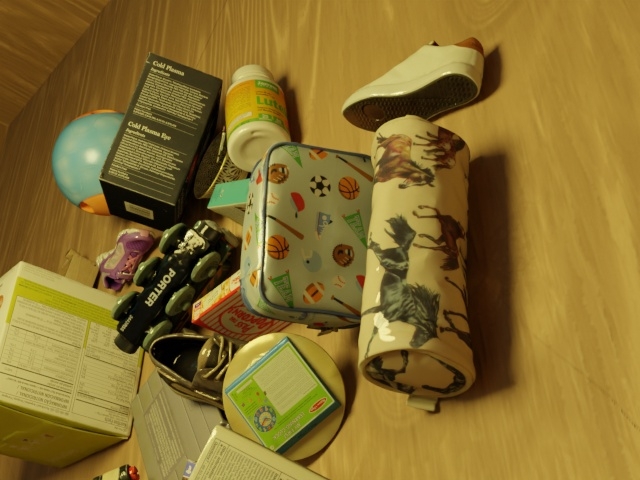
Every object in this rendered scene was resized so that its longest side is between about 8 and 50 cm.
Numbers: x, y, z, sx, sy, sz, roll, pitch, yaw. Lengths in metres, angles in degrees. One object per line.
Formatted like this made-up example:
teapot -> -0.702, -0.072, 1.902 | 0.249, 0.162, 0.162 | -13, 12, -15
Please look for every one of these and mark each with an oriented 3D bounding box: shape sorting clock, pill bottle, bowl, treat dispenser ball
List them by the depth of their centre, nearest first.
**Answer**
shape sorting clock -> -0.059, 0.251, 1.323 | 0.206, 0.040, 0.206 | -1, 86, 17
pill bottle -> -0.142, -0.278, 1.818 | 0.136, 0.136, 0.245 | -41, 39, 30
bowl -> -0.216, -0.160, 1.878 | 0.170, 0.080, 0.170 | -44, 34, 40
treat dispenser ball -> -0.577, -0.209, 2.224 | 0.288, 0.288, 0.288 | -33, 43, 37

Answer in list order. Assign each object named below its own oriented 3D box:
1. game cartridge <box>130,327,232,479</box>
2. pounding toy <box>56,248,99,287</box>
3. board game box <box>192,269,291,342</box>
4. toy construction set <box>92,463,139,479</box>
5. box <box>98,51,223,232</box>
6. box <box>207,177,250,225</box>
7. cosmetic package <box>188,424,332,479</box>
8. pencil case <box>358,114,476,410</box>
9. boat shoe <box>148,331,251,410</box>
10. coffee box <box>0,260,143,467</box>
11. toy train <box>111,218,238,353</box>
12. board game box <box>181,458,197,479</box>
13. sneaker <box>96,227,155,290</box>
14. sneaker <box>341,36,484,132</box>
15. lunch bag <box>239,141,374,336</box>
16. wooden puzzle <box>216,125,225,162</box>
game cartridge -> -0.270, 0.360, 1.614 | 0.230, 0.068, 0.355 | -58, 33, 14
pounding toy -> -0.710, 0.117, 2.362 | 0.181, 0.094, 0.206 | -41, 29, 37
board game box -> -0.119, 0.116, 1.498 | 0.193, 0.147, 0.045 | -36, 41, 35
toy construction set -> -0.356, 0.548, 1.504 | 0.151, 0.215, 0.328 | -28, 24, -15
box -> -0.368, -0.211, 1.922 | 0.343, 0.179, 0.312 | 134, 155, -76
box -> -0.126, -0.081, 1.689 | 0.244, 0.100, 0.060 | -3, 64, 52
cosmetic package -> -0.028, 0.380, 1.068 | 0.309, 0.113, 0.160 | 22, 77, 22
pencil case -> 0.143, 0.028, 1.197 | 0.160, 0.183, 0.410 | -7, 58, 19
boat shoe -> -0.168, 0.234, 1.441 | 0.355, 0.130, 0.132 | -2, 60, 35
coffee box -> -0.648, 0.305, 1.910 | 0.338, 0.338, 0.334 | -31, 45, 39
toy train -> -0.303, 0.098, 1.732 | 0.142, 0.190, 0.334 | 38, 97, 15
board game box -> -0.133, 0.505, 1.245 | 0.232, 0.141, 0.291 | -7, 61, 52
sneaker -> -0.502, 0.054, 2.124 | 0.236, 0.095, 0.104 | -39, 46, 39
sneaker -> 0.167, -0.273, 1.443 | 0.290, 0.106, 0.123 | -11, 49, 42
lunch bag -> 0.000, 0.000, 1.327 | 0.115, 0.243, 0.303 | 147, 128, -64
wooden puzzle -> -0.216, -0.210, 1.793 | 0.049, 0.006, 0.083 | -170, 91, -80
